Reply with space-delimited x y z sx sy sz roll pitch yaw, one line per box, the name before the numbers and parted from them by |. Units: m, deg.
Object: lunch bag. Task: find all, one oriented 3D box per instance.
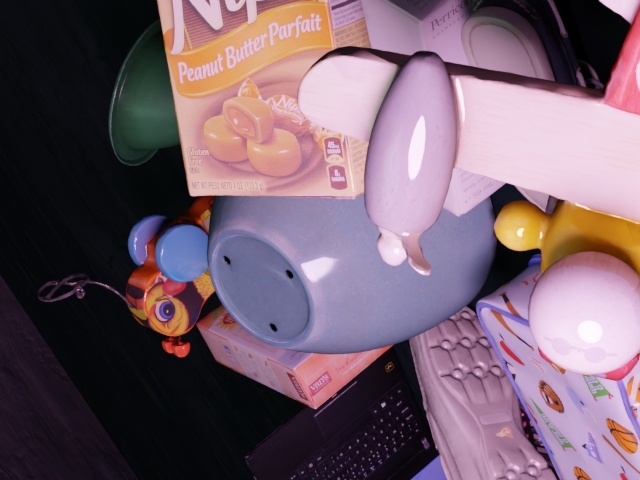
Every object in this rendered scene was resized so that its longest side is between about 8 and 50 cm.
lunch bag | 0.275 0.149 1.795 0.243 0.115 0.303 24 146 55

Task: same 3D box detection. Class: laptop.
laptop | 0.076 0.301 2.278 0.136 0.234 0.264 24 145 50

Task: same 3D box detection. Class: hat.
hat | -0.111 -0.140 2.062 0.183 0.173 0.208 20 171 18

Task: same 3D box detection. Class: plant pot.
plant pot | 0.000 0.000 1.894 0.290 0.195 0.290 25 135 29

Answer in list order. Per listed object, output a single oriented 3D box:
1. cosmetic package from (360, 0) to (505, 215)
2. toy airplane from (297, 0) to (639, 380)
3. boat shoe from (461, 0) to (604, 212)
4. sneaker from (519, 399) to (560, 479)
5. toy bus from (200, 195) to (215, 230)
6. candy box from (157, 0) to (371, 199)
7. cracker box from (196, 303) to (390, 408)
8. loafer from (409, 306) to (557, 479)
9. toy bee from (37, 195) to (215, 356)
cosmetic package | 0.117 -0.147 1.643 0.085 0.117 0.231 35 155 37
toy airplane | 0.223 -0.033 1.359 0.386 0.272 0.384 -16 130 43
boat shoe | 0.184 -0.118 1.590 0.095 0.079 0.254 8 143 37
sneaker | 0.229 0.216 2.043 0.170 0.075 0.063 56 160 -2
toy bus | -0.036 -0.048 2.130 0.202 0.104 0.191 17 118 30
candy box | -0.048 -0.199 1.712 0.183 0.087 0.316 1 108 31
cracker box | -0.023 0.103 2.275 0.232 0.155 0.067 19 142 56
loafer | 0.159 0.203 1.986 0.111 0.112 0.319 -60 39 45
toy bee | -0.177 0.047 2.302 0.195 0.298 0.162 -122 8 -66
